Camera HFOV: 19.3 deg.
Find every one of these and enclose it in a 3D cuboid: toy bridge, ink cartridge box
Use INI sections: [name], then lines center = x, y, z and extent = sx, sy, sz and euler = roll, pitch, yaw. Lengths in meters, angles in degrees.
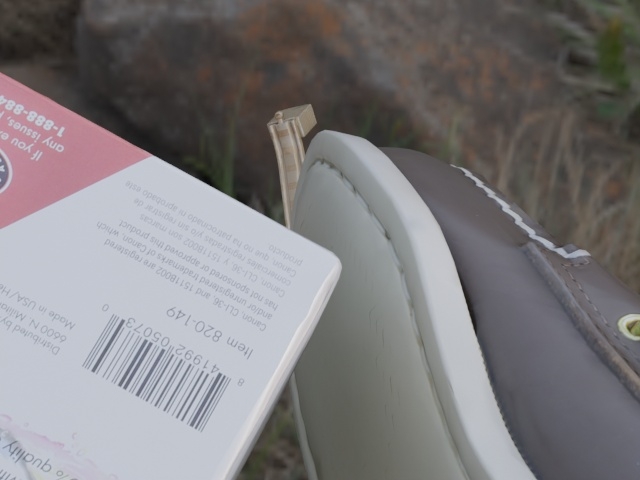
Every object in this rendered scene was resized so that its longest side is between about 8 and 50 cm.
[toy bridge]
center = 0.000, 0.000, 1.275
extent = 0.026, 0.188, 0.063
euler = -12, 19, 22
[ink cartridge box]
center = -0.091, 0.068, 0.442
extent = 0.115, 0.067, 0.198
euler = 29, 65, 2

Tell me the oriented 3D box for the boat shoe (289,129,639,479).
[boat shoe]
center = 0.070, 0.070, 0.485
extent = 0.096, 0.117, 0.324
euler = -4, 31, -17
